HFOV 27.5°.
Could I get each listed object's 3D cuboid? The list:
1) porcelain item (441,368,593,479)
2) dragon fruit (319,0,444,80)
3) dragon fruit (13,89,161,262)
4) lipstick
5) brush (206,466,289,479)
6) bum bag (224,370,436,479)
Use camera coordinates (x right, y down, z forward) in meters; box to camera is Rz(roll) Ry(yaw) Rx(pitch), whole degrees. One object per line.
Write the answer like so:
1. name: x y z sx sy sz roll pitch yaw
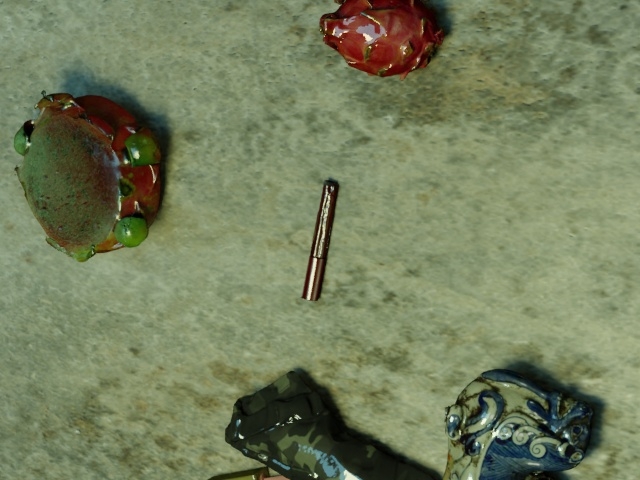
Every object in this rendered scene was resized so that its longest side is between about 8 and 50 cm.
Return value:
1. porcelain item: 0.241 0.314 1.715 0.186 0.138 0.287 14 97 12
2. dragon fruit: 0.077 -0.282 1.747 0.133 0.166 0.136 -144 54 -72
3. dragon fruit: -0.351 -0.094 2.019 0.295 0.130 0.268 48 115 19
4. lipstick: 0.001 0.000 1.881 0.027 0.027 0.176 16 101 29
5. brush: -0.062 0.385 1.940 0.234 0.047 0.103 -16 87 26
6. bum bag: 0.016 0.315 1.858 0.340 0.095 0.144 35 88 24
